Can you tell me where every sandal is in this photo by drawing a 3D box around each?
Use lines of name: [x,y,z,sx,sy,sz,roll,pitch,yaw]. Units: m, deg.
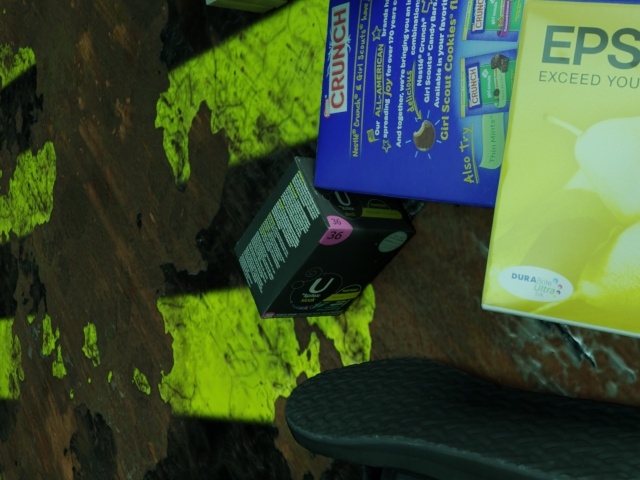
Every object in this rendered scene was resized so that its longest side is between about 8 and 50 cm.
sandal: [0.120,0.198,0.812,0.445,0.167,0.107,5,111,53]

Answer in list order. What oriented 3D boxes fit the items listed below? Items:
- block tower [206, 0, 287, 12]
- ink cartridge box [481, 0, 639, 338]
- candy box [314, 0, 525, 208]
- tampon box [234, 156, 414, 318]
block tower: [-0.089,-0.471,1.134,0.091,0.097,0.335,-3,90,52]
ink cartridge box: [0.277,-0.078,0.580,0.303,0.072,0.307,9,100,26]
candy box: [0.140,-0.168,0.809,0.317,0.122,0.268,11,99,50]
tampon box: [0.000,0.000,0.989,0.161,0.120,0.101,-52,50,39]
